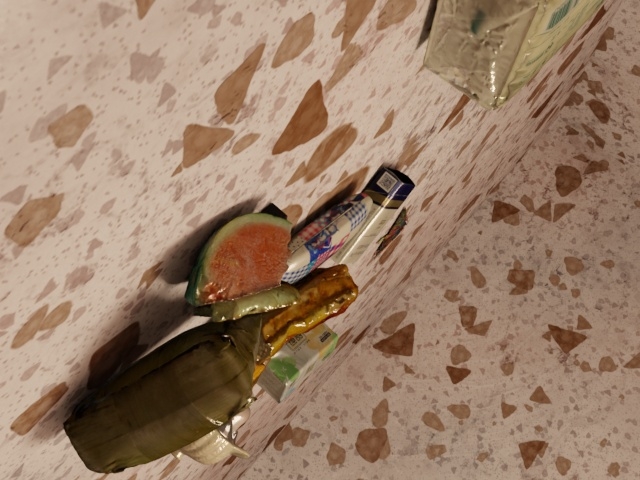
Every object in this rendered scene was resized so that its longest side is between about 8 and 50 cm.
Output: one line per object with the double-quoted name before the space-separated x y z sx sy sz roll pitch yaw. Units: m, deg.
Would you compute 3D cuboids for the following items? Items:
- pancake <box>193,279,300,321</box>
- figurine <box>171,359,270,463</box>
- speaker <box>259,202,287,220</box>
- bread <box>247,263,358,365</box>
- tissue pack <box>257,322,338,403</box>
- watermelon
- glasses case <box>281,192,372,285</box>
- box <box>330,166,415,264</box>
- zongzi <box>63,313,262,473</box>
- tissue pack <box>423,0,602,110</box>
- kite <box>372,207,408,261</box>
"pancake" -0.137 0.104 1.397 0.197 0.054 0.376 -11 179 -2
"figurine" -0.221 0.334 1.708 0.185 0.204 0.333 180 -74 -77
"speaker" -0.100 0.004 1.422 0.046 0.040 0.191 -41 164 -27
"bread" -0.084 0.172 1.589 0.380 0.109 0.185 -31 -165 -38
"tissue pack" -0.074 0.261 1.925 0.229 0.159 0.145 -37 160 -43
"watermelon" -0.157 0.042 1.256 0.231 0.128 0.146 -14 172 -46
"glasses case" 0.000 0.000 1.644 0.327 0.076 0.125 -39 165 -39
"box" 0.121 -0.060 1.884 0.259 0.071 0.168 -54 166 12
"zongzi" -0.249 0.239 1.330 0.322 0.160 0.360 -24 -169 8
"tissue pack" 0.381 -0.460 1.367 0.380 0.207 0.297 -44 163 -26
"kite" 0.230 -0.031 2.429 0.183 0.014 0.241 -32 158 -44
